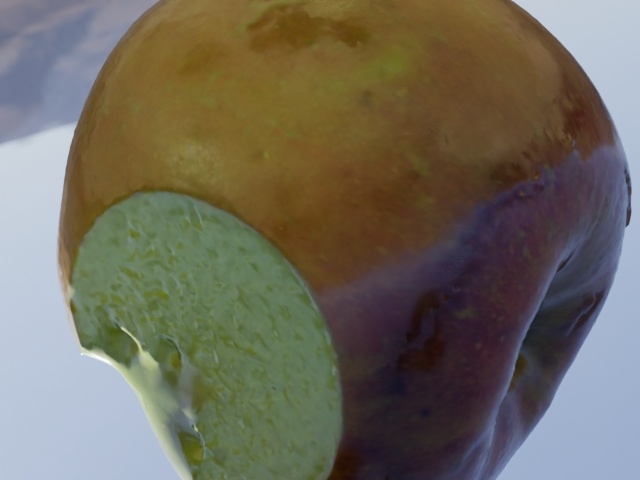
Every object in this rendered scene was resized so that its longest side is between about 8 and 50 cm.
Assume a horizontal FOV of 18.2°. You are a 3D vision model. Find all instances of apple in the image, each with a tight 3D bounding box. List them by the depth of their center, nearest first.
[{"bbox_3d":[0.000,0.000,1.276,0.374,0.384,0.374,26,-173,-3],"label":"apple"}]
